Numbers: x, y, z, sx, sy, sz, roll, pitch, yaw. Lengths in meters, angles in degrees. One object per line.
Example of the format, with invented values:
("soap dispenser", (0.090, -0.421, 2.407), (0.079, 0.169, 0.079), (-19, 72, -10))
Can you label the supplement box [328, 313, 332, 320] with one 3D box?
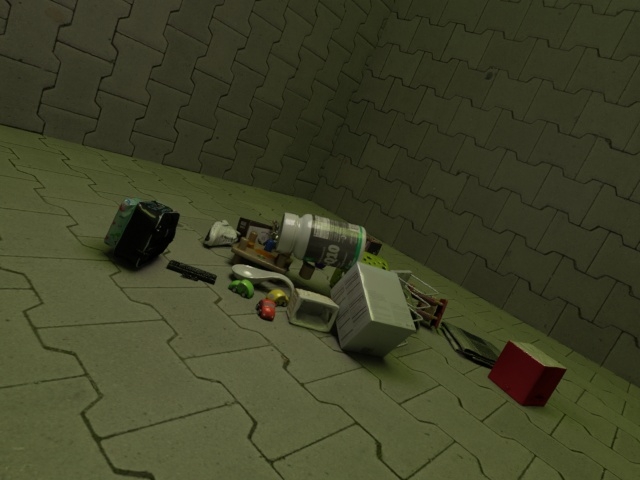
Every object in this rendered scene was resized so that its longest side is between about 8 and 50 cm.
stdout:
("supplement box", (0.033, 0.295, 1.790), (0.098, 0.036, 0.062), (9, 18, -48))

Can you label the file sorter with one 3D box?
("file sorter", (0.330, 0.285, 1.837), (0.173, 0.277, 0.193), (36, 17, 31))

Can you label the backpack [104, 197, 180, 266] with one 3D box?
("backpack", (-0.614, -0.038, 1.562), (0.191, 0.225, 0.253), (29, 8, 2))

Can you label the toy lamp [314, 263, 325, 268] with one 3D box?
("toy lamp", (0.006, 0.090, 2.529), (0.080, 0.080, 0.274), (23, 15, -3))

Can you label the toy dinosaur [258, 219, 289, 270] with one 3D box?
("toy dinosaur", (-0.235, 0.030, 2.153), (0.118, 0.268, 0.064), (-13, -10, 1))

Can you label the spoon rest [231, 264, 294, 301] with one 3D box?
("spoon rest", (-0.226, 0.155, 1.788), (0.276, 0.084, 0.137), (24, 12, -3))

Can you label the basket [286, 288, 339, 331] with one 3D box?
("basket", (-0.034, 0.256, 1.651), (0.167, 0.113, 0.103), (19, 11, -23))

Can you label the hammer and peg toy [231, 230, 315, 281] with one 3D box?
("hammer and peg toy", (-0.207, 0.091, 2.002), (0.361, 0.127, 0.266), (24, 10, -1))

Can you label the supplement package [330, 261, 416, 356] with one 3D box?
("supplement package", (0.184, 0.257, 1.640), (0.199, 0.198, 0.262), (18, 40, -27))

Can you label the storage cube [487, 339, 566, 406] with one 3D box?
("storage cube", (0.867, 0.557, 1.868), (0.184, 0.193, 0.215), (16, 15, -33))

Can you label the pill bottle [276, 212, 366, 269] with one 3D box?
("pill bottle", (0.000, 0.000, 1.933), (0.361, 0.204, 0.204), (12, 14, -9))

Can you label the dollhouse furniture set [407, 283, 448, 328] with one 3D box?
("dollhouse furniture set", (0.512, 0.341, 2.335), (0.201, 0.152, 0.374), (24, -5, 4))

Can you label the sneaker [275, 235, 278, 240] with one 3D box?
("sneaker", (-0.181, -0.001, 2.093), (0.035, 0.031, 0.083), (45, 23, 26))

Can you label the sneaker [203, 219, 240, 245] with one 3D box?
("sneaker", (-0.459, -0.024, 2.092), (0.118, 0.110, 0.292), (33, 13, -1))

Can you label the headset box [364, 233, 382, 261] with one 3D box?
("headset box", (0.231, 0.062, 2.728), (0.110, 0.218, 0.293), (13, 15, -41))

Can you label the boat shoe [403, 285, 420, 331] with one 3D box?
("boat shoe", (0.388, 0.297, 2.030), (0.302, 0.109, 0.094), (55, 5, -29))

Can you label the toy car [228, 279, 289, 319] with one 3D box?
("toy car", (-0.236, 0.199, 1.653), (0.225, 0.053, 0.239), (26, 12, 8))

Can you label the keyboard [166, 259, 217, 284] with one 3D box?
("keyboard", (-0.473, 0.117, 1.635), (0.180, 0.023, 0.108), (20, 13, -11))

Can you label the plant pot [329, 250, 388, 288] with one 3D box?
("plant pot", (0.199, 0.192, 2.120), (0.227, 0.228, 0.207), (21, 18, -14))

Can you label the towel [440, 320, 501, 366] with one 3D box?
("towel", (0.765, 0.530, 2.166), (0.312, 0.056, 0.324), (25, 10, -8))

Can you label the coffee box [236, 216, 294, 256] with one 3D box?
("coffee box", (-0.272, -0.018, 2.289), (0.297, 0.119, 0.168), (17, 1, -31))
